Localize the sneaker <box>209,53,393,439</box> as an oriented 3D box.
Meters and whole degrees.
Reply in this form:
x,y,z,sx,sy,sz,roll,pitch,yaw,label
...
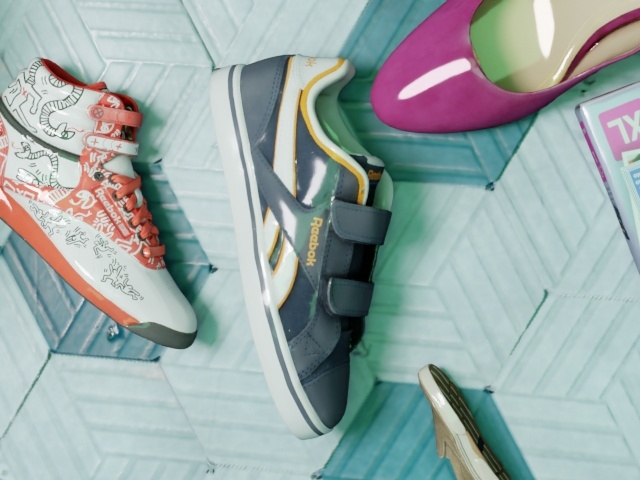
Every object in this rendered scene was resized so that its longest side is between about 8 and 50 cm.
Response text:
x,y,z,sx,sy,sz,roll,pitch,yaw,label
0.000,0.000,1.154,0.127,0.126,0.321,-12,89,12,sneaker

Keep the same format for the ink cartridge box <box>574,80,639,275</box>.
x,y,z,sx,sy,sz,roll,pitch,yaw,label
0.353,-0.001,1.148,0.185,0.065,0.311,-21,91,7,ink cartridge box

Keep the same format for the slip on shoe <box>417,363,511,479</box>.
x,y,z,sx,sy,sz,roll,pitch,yaw,label
0.115,0.171,1.187,0.041,0.051,0.135,-32,94,18,slip on shoe

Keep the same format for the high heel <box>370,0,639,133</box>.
x,y,z,sx,sy,sz,roll,pitch,yaw,label
0.206,-0.191,1.096,0.377,0.181,0.127,-28,88,6,high heel

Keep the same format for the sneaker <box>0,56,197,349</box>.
x,y,z,sx,sy,sz,roll,pitch,yaw,label
-0.180,-0.039,1.191,0.270,0.090,0.145,40,98,7,sneaker
